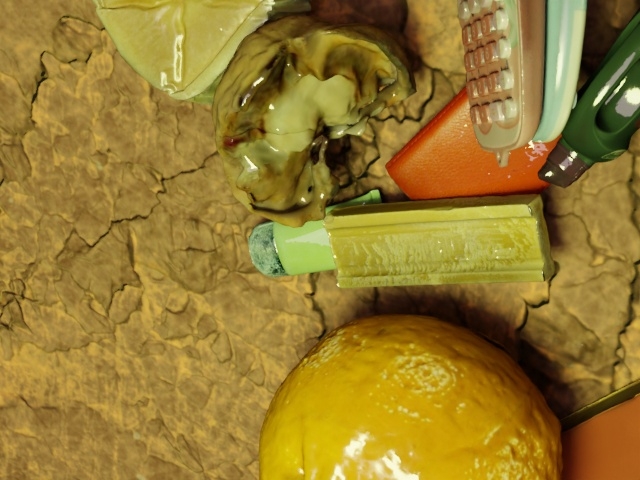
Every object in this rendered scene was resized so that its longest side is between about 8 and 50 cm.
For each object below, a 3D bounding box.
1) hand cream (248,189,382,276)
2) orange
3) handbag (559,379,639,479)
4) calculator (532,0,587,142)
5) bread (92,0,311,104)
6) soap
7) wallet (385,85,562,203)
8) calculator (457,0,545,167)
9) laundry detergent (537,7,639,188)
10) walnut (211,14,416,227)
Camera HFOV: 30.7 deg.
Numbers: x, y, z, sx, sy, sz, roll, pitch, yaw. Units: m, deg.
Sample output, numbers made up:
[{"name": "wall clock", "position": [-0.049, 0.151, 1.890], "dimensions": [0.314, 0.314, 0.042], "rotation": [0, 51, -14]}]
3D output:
[{"name": "hand cream", "position": [0.000, 0.000, 1.384], "dimensions": [0.175, 0.046, 0.095], "rotation": [-11, 104, 20]}, {"name": "orange", "position": [0.089, 0.250, 1.285], "dimensions": [0.341, 0.293, 0.340], "rotation": [14, 115, 32]}, {"name": "handbag", "position": [0.356, 0.233, 1.314], "dimensions": [0.190, 0.063, 0.127], "rotation": [-37, 92, 33]}, {"name": "calculator", "position": [0.216, -0.245, 1.110], "dimensions": [0.042, 0.188, 0.302], "rotation": [-1, 92, -3]}, {"name": "bread", "position": [-0.132, -0.268, 1.296], "dimensions": [0.192, 0.110, 0.210], "rotation": [49, 120, 6]}, {"name": "soap", "position": [0.125, 0.003, 1.282], "dimensions": [0.252, 0.037, 0.092], "rotation": [-2, 110, 29]}, {"name": "wallet", "position": [0.184, -0.096, 1.267], "dimensions": [0.142, 0.045, 0.204], "rotation": [47, 119, 2]}, {"name": "calculator", "position": [0.170, -0.235, 1.123], "dimensions": [0.048, 0.220, 0.329], "rotation": [-4, 95, -8]}, {"name": "laundry detergent", "position": [0.288, -0.141, 1.130], "dimensions": [0.078, 0.144, 0.221], "rotation": [46, 104, 20]}, {"name": "walnut", "position": [-0.031, -0.148, 1.232], "dimensions": [0.238, 0.204, 0.141], "rotation": [-53, 47, 18]}]
